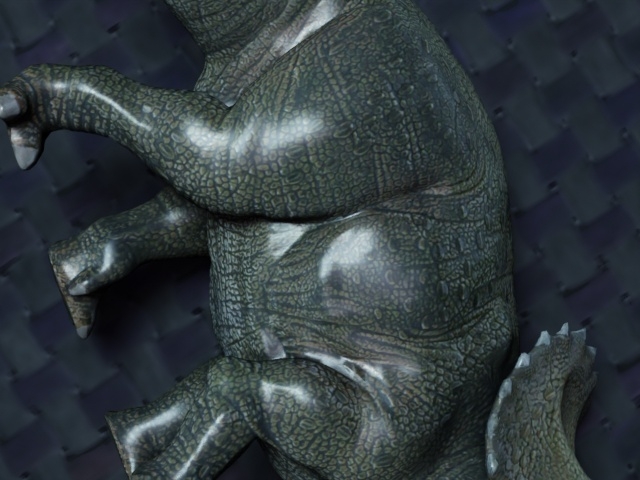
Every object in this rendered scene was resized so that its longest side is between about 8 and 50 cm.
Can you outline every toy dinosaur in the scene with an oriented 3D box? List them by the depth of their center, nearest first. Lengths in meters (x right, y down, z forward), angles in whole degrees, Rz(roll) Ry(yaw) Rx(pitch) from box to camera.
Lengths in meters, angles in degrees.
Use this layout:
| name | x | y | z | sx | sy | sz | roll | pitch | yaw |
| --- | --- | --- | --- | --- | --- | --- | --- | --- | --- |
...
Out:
| name | x | y | z | sx | sy | sz | roll | pitch | yaw |
| --- | --- | --- | --- | --- | --- | --- | --- | --- | --- |
| toy dinosaur | 0.000 | 0.000 | 0.404 | 0.160 | 0.121 | 0.313 | -19 | 85 | -12 |
